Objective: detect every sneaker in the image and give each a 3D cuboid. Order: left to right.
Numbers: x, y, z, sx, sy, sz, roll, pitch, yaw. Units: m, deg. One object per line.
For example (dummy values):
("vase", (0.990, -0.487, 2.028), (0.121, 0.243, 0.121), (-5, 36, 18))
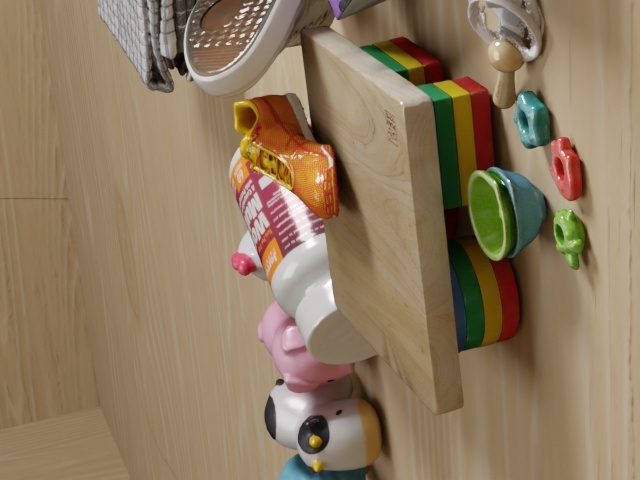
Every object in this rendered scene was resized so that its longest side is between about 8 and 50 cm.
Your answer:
("sneaker", (-0.032, -0.199, 1.665), (0.123, 0.106, 0.290), (56, -148, -30))
("sneaker", (-0.028, -0.065, 1.598), (0.175, 0.067, 0.064), (-126, 29, -55))

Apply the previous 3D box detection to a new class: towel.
("towel", (-0.185, -0.343, 2.245), (0.235, 0.121, 0.283), (-126, 29, -54))

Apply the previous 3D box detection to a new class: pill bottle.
("pill bottle", (0.000, 0.000, 1.802), (0.121, 0.121, 0.221), (96, 157, -51))

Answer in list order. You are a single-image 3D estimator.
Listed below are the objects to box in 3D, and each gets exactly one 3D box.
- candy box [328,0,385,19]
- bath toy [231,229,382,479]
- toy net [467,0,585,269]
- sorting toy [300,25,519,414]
("candy box", (0.018, -0.296, 1.518), (0.196, 0.070, 0.165), (66, 165, 5))
("bath toy", (-0.016, 0.124, 1.965), (0.151, 0.129, 0.348), (9, 116, 38))
("toy net", (0.135, -0.095, 1.348), (0.122, 0.045, 0.232), (-145, 44, -70))
("sorting toy", (0.077, -0.029, 1.544), (0.257, 0.089, 0.255), (-135, 35, -64))
